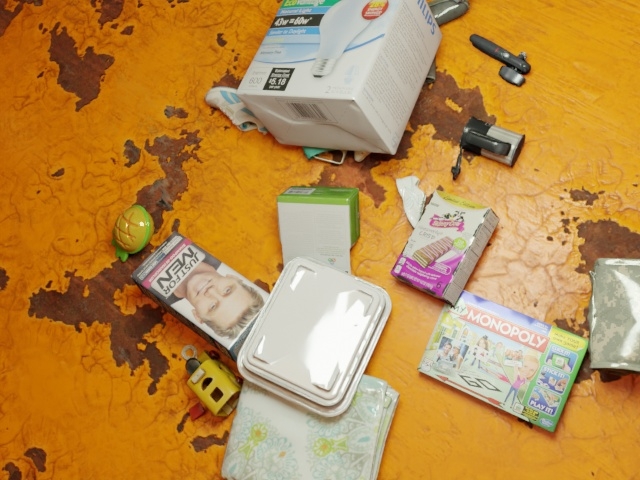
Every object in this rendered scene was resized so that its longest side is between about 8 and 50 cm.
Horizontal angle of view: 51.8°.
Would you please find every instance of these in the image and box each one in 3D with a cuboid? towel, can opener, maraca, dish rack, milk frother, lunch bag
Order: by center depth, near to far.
[{"bbox_3d":[0.690,0.162,1.338,0.287,0.169,0.235,5,78,15],"label":"lunch bag"},{"bbox_3d":[-0.014,0.204,1.522,0.285,0.072,0.333,22,69,14],"label":"dish rack"},{"bbox_3d":[-0.029,0.445,1.536,0.374,0.090,0.321,12,80,17],"label":"towel"},{"bbox_3d":[0.395,-0.203,1.577,0.134,0.129,0.143,25,128,23],"label":"milk frother"},{"bbox_3d":[0.443,-0.460,1.635,0.073,0.059,0.186,-46,68,3],"label":"can opener"},{"bbox_3d":[-0.527,-0.020,1.827,0.185,0.099,0.127,-38,63,34],"label":"maraca"}]

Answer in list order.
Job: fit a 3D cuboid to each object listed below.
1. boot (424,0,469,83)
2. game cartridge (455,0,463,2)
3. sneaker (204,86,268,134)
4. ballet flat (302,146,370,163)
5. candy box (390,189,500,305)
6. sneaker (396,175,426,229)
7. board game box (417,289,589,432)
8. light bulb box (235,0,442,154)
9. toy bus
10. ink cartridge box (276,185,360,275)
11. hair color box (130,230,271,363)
[{"bbox_3d":[0.288,-0.510,1.692,0.189,0.076,0.209,-5,69,28],"label":"boot"},{"bbox_3d":[0.391,-0.746,1.689,0.297,0.062,0.198,-39,71,-11],"label":"game cartridge"},{"bbox_3d":[-0.228,-0.359,1.818,0.228,0.087,0.092,18,85,23],"label":"sneaker"},{"bbox_3d":[0.071,-0.243,1.702,0.247,0.083,0.087,-2,99,18],"label":"ballet flat"},{"bbox_3d":[0.288,0.014,1.533,0.159,0.071,0.233,24,82,41],"label":"candy box"},{"bbox_3d":[0.231,-0.092,1.615,0.061,0.054,0.152,-17,71,11],"label":"sneaker"},{"bbox_3d":[0.403,0.259,1.473,0.317,0.046,0.214,22,85,22],"label":"board game box"},{"bbox_3d":[0.052,-0.427,1.598,0.357,0.225,0.361,11,69,35],"label":"light bulb box"},{"bbox_3d":[-0.280,0.345,1.645,0.202,0.104,0.191,-8,74,16],"label":"toy bus"},{"bbox_3d":[0.000,0.000,1.655,0.188,0.097,0.255,4,112,19],"label":"ink cartridge box"},{"bbox_3d":[-0.293,0.138,1.675,0.347,0.105,0.174,31,67,22],"label":"hair color box"}]
